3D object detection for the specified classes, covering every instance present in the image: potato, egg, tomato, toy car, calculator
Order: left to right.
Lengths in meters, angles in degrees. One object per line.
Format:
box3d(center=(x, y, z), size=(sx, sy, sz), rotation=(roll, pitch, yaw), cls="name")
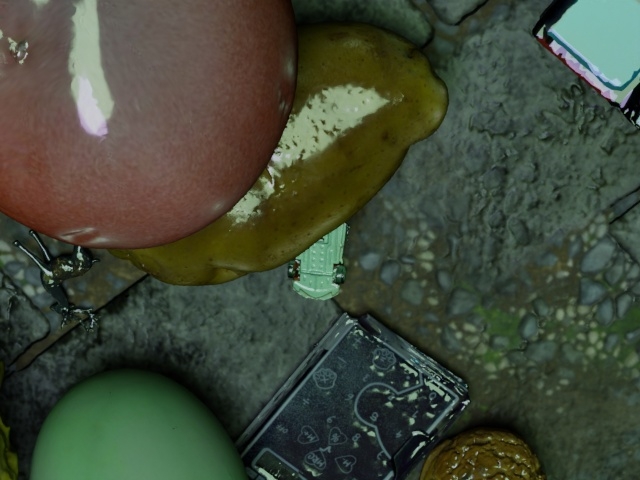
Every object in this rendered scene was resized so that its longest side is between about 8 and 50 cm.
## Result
box3d(center=(-0.190, -0.151, 1.509), size=(0.342, 0.273, 0.341), rotation=(0, 91, 4), cls="tomato")
box3d(center=(-0.181, 0.261, 1.804), size=(0.220, 0.220, 0.269), rotation=(-24, 85, 12), cls="egg")
box3d(center=(-0.057, -0.085, 1.709), size=(0.369, 0.176, 0.195), rotation=(-28, 62, 10), cls="potato")
box3d(center=(0.000, 0.000, 1.798), size=(0.059, 0.035, 0.122), rotation=(6, 113, 8), cls="toy car")
box3d(center=(0.016, 0.209, 1.876), size=(0.166, 0.028, 0.274), rotation=(36, 108, -9), cls="calculator")

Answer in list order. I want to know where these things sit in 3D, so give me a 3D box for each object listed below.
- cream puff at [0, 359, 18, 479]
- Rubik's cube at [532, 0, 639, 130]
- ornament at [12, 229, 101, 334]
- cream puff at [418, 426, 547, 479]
box3d(center=(-0.382, 0.214, 1.819), size=(0.282, 0.185, 0.281), rotation=(19, 122, 32), cls="cream puff")
box3d(center=(0.381, -0.203, 1.549), size=(0.283, 0.293, 0.288), rotation=(42, 109, -2), cls="Rubik's cube")
box3d(center=(-0.254, 0.039, 1.833), size=(0.073, 0.028, 0.125), rotation=(-22, 105, 11), cls="ornament")
box3d(center=(0.168, 0.259, 1.843), size=(0.126, 0.103, 0.144), rotation=(27, 106, -14), cls="cream puff")
